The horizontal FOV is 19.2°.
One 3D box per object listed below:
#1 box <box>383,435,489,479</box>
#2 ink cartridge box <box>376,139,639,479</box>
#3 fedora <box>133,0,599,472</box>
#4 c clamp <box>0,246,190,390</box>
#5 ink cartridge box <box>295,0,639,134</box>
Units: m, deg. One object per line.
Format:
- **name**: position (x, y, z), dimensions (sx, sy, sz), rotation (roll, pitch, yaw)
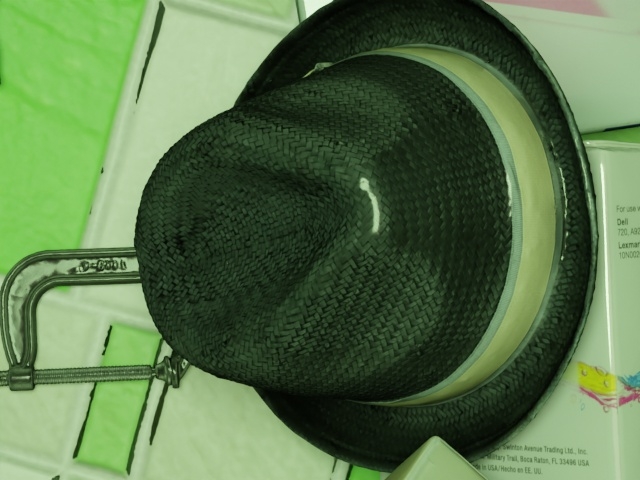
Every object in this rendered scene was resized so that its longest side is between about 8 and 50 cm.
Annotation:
- **box**: position (0.003, 0.270, 1.138), dimensions (0.121, 0.148, 0.311), rotation (41, 128, -1)
- **ink cartridge box**: position (0.140, 0.082, 1.188), dimensions (0.117, 0.201, 0.278), rotation (-3, 90, -43)
- **fedora**: position (0.000, 0.000, 1.126), dimensions (0.152, 0.334, 0.334), rotation (-8, 90, -42)
- **c clamp**: position (-0.154, 0.072, 1.276), dimensions (0.160, 0.022, 0.137), rotation (-8, 85, -1)
- **ink cartridge box**: position (0.136, -0.230, 1.264), dimensions (0.324, 0.071, 0.330), rotation (-9, 92, -2)
